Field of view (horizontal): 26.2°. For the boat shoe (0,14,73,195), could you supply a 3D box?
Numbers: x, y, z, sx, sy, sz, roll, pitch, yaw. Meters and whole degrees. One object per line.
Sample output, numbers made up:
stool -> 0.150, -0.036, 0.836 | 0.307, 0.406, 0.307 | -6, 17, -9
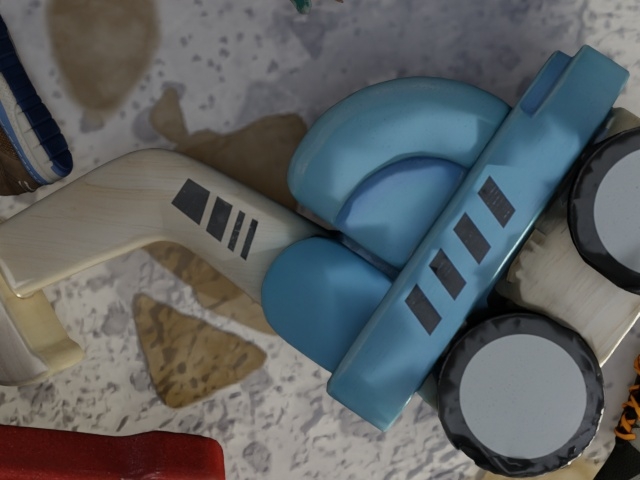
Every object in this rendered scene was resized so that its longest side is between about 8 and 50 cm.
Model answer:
boat shoe -> -0.251, -0.115, 0.990 | 0.066, 0.066, 0.183 | -25, 95, 12

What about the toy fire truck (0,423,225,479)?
toy fire truck -> -0.226, 0.229, 0.984 | 0.254, 0.169, 0.302 | 10, 134, -21

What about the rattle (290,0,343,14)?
rattle -> -0.072, -0.252, 0.973 | 0.143, 0.130, 0.199 | -8, 127, 10

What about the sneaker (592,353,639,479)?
sneaker -> 0.268, 0.119, 1.049 | 0.083, 0.084, 0.215 | 39, 87, -5

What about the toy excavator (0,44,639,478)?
toy excavator -> 0.000, 0.000, 0.973 | 0.445, 0.222, 0.433 | 35, 98, 6
